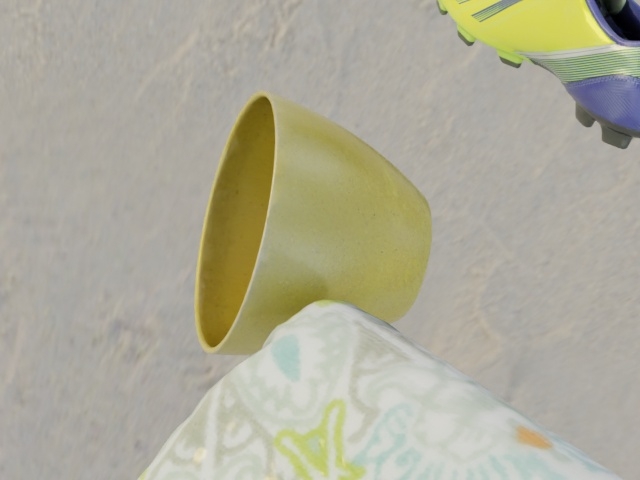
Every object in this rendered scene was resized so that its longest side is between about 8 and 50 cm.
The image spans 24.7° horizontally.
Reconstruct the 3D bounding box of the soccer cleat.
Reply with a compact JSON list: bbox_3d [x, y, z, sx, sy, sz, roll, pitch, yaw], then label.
[{"bbox_3d":[0.193,-0.183,1.152,0.093,0.121,0.289,-11,38,-30],"label":"soccer cleat"}]

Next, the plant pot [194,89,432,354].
[{"bbox_3d":[0.000,0.000,0.741,0.095,0.134,0.134,13,74,-17],"label":"plant pot"}]

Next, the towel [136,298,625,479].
[{"bbox_3d":[-0.021,0.222,0.534,0.374,0.320,0.090,-50,133,-7],"label":"towel"}]
